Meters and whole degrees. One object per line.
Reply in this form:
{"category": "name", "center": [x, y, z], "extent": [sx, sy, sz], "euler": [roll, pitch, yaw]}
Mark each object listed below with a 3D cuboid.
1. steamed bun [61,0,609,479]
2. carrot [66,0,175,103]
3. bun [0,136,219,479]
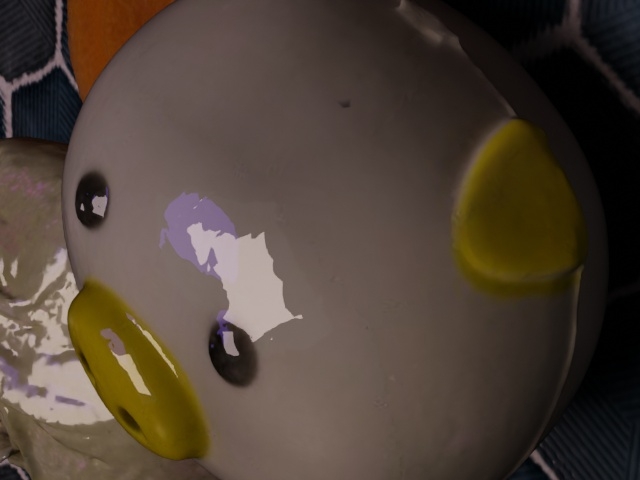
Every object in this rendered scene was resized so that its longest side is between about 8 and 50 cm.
{"category": "steamed bun", "center": [0.005, -0.002, 1.195], "extent": [0.374, 0.334, 0.334], "euler": [43, 133, 28]}
{"category": "carrot", "center": [-0.104, -0.177, 1.453], "extent": [0.258, 0.100, 0.307], "euler": [-52, 59, 44]}
{"category": "bun", "center": [-0.197, 0.090, 1.510], "extent": [0.361, 0.213, 0.361], "euler": [42, 158, 22]}
